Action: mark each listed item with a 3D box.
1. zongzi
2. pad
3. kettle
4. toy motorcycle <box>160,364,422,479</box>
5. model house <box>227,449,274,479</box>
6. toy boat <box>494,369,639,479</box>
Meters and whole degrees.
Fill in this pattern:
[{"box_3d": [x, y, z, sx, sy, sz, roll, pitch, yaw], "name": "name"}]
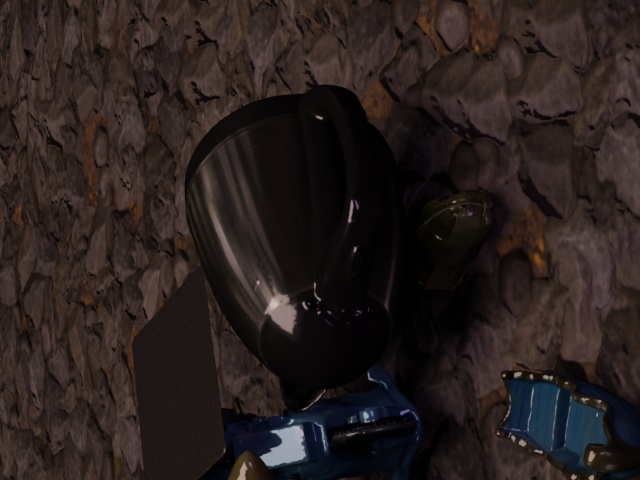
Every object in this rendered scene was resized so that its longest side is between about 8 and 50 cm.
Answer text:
[{"box_3d": [0.114, -0.029, 1.727, 0.119, 0.055, 0.109, -101, 30, -42], "name": "zongzi"}, {"box_3d": [-0.134, 0.143, 1.790, 0.143, 0.003, 0.211, -46, 40, 39], "name": "pad"}, {"box_3d": [0.005, 0.012, 1.733, 0.251, 0.207, 0.271, -38, 37, 21], "name": "kettle"}, {"box_3d": [-0.018, 0.193, 1.813, 0.272, 0.182, 0.123, -13, 83, 23], "name": "toy motorcycle"}, {"box_3d": [-0.031, 0.307, 1.724, 0.267, 0.194, 0.325, 21, 126, 35], "name": "model house"}, {"box_3d": [0.199, 0.153, 1.537, 0.185, 0.077, 0.075, 24, 111, 60], "name": "toy boat"}]
